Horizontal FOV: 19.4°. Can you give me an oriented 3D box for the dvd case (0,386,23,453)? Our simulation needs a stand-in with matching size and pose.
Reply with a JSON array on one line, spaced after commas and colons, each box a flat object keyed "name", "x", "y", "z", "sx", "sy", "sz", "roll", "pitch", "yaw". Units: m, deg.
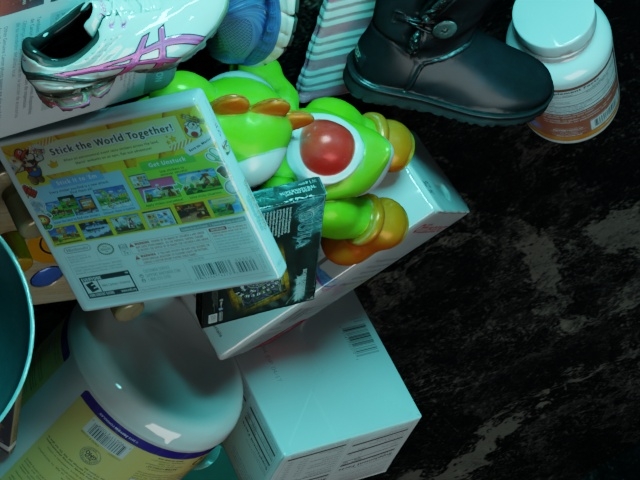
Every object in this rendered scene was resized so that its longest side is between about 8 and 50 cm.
[{"name": "dvd case", "x": -0.406, "y": 0.146, "z": 2.099, "sx": 0.018, "sy": 0.164, "sz": 0.221, "roll": -53, "pitch": 171, "yaw": -32}]

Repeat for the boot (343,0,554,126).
[{"name": "boot", "x": 0.161, "y": -0.222, "z": 1.948, "sx": 0.246, "sy": 0.094, "sz": 0.207, "roll": 6, "pitch": 142, "yaw": -17}]

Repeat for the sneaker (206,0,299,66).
[{"name": "sneaker", "x": -0.092, "y": -0.271, "z": 1.714, "sx": 0.147, "sy": 0.129, "sz": 0.330, "roll": -2, "pitch": 152, "yaw": -6}]

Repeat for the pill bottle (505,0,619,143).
[{"name": "pill bottle", "x": 0.277, "y": -0.209, "z": 2.145, "sx": 0.121, "sy": 0.121, "sz": 0.216, "roll": -28, "pitch": 153, "yaw": 0}]

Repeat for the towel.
[{"name": "towel", "x": 0.051, "y": -0.229, "z": 2.005, "sx": 0.144, "sy": 0.029, "sz": 0.197, "roll": -15, "pitch": 148, "yaw": -25}]

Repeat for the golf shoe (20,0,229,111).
[{"name": "golf shoe", "x": -0.162, "y": -0.176, "z": 1.565, "sx": 0.186, "sy": 0.067, "sz": 0.086, "roll": -29, "pitch": 154, "yaw": -5}]

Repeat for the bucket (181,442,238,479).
[{"name": "bucket", "x": -0.171, "y": 0.275, "z": 2.519, "sx": 0.281, "sy": 0.183, "sz": 0.281, "roll": -21, "pitch": 153, "yaw": -12}]

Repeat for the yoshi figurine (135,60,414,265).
[{"name": "yoshi figurine", "x": -0.073, "y": -0.085, "z": 1.906, "sx": 0.362, "sy": 0.203, "sz": 0.203, "roll": 19, "pitch": 113, "yaw": -50}]

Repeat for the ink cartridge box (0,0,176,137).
[{"name": "ink cartridge box", "x": -0.253, "y": -0.232, "z": 1.593, "sx": 0.272, "sy": 0.130, "sz": 0.309, "roll": -18, "pitch": 152, "yaw": -24}]

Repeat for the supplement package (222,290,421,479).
[{"name": "supplement package", "x": -0.033, "y": 0.176, "z": 2.381, "sx": 0.204, "sy": 0.262, "sz": 0.145, "roll": -12, "pitch": 150, "yaw": -29}]

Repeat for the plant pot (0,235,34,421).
[{"name": "plant pot", "x": -0.437, "y": 0.105, "z": 1.846, "sx": 0.290, "sy": 0.290, "sz": 0.195, "roll": -18, "pitch": 170, "yaw": -18}]

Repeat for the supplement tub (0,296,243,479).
[{"name": "supplement tub", "x": -0.276, "y": 0.230, "z": 2.274, "sx": 0.241, "sy": 0.241, "sz": 0.331, "roll": 4, "pitch": 140, "yaw": -47}]

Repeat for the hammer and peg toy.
[{"name": "hammer and peg toy", "x": -0.227, "y": -0.011, "z": 2.013, "sx": 0.361, "sy": 0.127, "sz": 0.266, "roll": -6, "pitch": 147, "yaw": -36}]

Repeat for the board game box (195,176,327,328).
[{"name": "board game box", "x": -0.061, "y": 0.014, "z": 1.875, "sx": 0.126, "sy": 0.026, "sz": 0.186, "roll": -14, "pitch": 146, "yaw": -15}]

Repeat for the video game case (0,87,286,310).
[{"name": "video game case", "x": -0.171, "y": -0.034, "z": 1.771, "sx": 0.227, "sy": 0.026, "sz": 0.206, "roll": -10, "pitch": 122, "yaw": 26}]

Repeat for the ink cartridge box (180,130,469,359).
[{"name": "ink cartridge box", "x": 0.000, "y": 0.000, "z": 2.182, "sx": 0.306, "sy": 0.131, "sz": 0.226, "roll": -35, "pitch": 173, "yaw": 11}]
